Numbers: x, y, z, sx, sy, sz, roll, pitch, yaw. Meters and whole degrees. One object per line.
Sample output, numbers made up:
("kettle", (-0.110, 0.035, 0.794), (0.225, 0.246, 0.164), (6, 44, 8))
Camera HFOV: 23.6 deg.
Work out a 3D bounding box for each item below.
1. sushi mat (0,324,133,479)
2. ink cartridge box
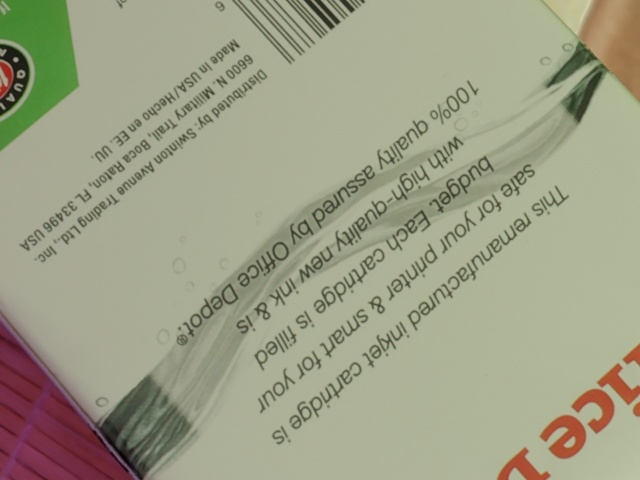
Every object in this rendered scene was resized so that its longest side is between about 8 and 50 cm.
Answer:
("sushi mat", (0.004, 0.161, 0.444), (0.316, 0.019, 0.151), (33, 93, 6))
("ink cartridge box", (0.000, 0.000, 0.395), (0.153, 0.087, 0.208), (-40, 80, -8))
